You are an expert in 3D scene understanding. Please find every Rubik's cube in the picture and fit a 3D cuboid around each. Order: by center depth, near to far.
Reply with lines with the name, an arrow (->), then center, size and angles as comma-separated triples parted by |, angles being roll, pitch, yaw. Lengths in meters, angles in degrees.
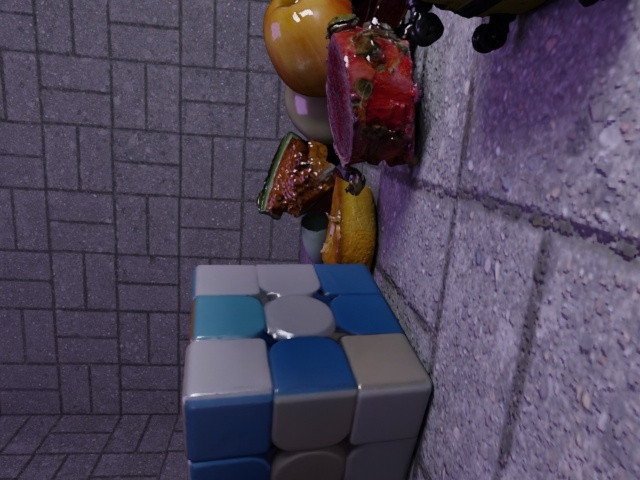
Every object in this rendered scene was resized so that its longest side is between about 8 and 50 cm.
Rubik's cube -> -0.055, 0.265, 0.792 | 0.346, 0.347, 0.344 | -115, 28, -59

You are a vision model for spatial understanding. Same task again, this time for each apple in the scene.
apple -> -0.011, -0.465, 1.028 | 0.241, 0.242, 0.242 | 44, -139, -57

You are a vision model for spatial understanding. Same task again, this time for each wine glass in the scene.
wine glass -> 0.000, 0.000, 1.352 | 0.264, 0.096, 0.309 | -92, -4, -47

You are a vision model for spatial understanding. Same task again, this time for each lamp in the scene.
lamp -> 0.020, -0.142, 1.365 | 0.182, 0.140, 0.181 | 4, -90, -77

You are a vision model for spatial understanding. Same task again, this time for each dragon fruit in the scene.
dragon fruit -> 0.093, -0.221, 0.736 | 0.211, 0.147, 0.282 | -122, 22, -72

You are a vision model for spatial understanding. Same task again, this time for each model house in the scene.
model house -> 0.119, -0.414, 0.799 | 0.203, 0.141, 0.164 | 37, 106, 57

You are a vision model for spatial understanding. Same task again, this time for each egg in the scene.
egg -> 0.000, -0.375, 1.232 | 0.253, 0.189, 0.188 | 53, 152, 28

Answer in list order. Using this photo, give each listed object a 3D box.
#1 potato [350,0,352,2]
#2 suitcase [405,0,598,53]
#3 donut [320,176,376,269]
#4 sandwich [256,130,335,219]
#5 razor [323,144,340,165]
potato -> 0.097, -0.601, 0.991 | 0.251, 0.113, 0.149 | 165, 116, -73
suitcase -> 0.142, -0.291, 0.350 | 0.194, 0.143, 0.234 | -120, 34, -78
donut -> 0.058, -0.022, 1.049 | 0.253, 0.119, 0.253 | -179, 90, -83
sandwich -> -0.036, -0.166, 1.197 | 0.301, 0.162, 0.250 | 11, 85, 65
razor -> 0.025, -0.416, 1.502 | 0.189, 0.107, 0.326 | -106, 20, -66
